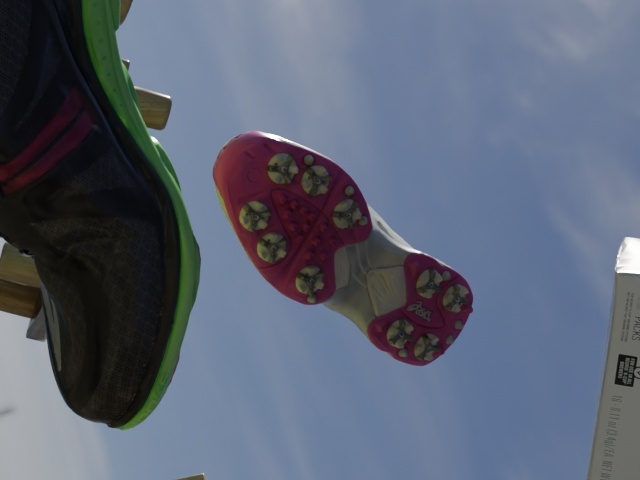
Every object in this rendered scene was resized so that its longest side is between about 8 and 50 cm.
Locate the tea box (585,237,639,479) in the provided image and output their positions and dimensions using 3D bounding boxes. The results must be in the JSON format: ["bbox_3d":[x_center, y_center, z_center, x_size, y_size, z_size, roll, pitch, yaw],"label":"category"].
[{"bbox_3d":[0.473,0.194,2.058,0.220,0.323,0.329,-42,139,-75],"label":"tea box"}]

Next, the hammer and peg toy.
[{"bbox_3d":[-0.235,-0.085,1.862,0.266,0.127,0.361,139,-35,-71],"label":"hammer and peg toy"}]

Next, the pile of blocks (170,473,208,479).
[{"bbox_3d":[-0.151,0.267,1.365,0.362,0.113,0.149,10,67,-79],"label":"pile of blocks"}]

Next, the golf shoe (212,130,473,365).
[{"bbox_3d":[0.000,0.000,1.588,0.306,0.115,0.140,42,-3,-37],"label":"golf shoe"}]

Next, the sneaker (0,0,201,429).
[{"bbox_3d":[-0.234,-0.081,1.376,0.185,0.202,0.483,-5,-77,57],"label":"sneaker"}]
